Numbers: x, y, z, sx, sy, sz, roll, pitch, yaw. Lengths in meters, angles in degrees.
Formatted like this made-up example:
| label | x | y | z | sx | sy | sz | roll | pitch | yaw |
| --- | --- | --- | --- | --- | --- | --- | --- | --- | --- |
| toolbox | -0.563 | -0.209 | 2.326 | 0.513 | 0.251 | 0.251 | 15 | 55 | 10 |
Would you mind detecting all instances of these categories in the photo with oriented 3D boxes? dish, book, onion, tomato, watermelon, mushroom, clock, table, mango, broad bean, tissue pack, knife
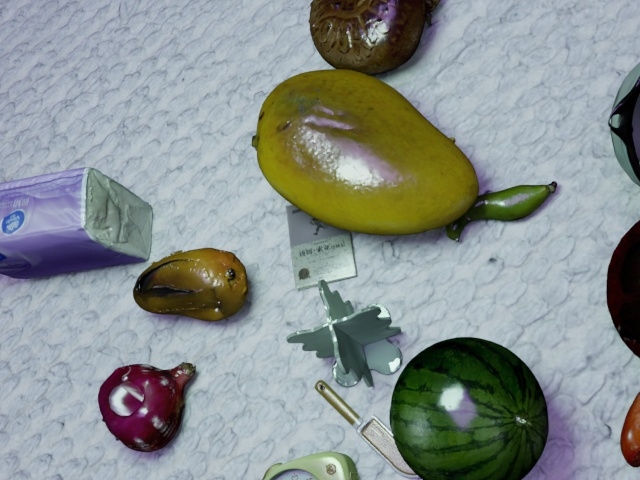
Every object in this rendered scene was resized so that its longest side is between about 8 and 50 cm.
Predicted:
| label | x | y | z | sx | sy | sz | roll | pitch | yaw |
| --- | --- | --- | --- | --- | --- | --- | --- | --- | --- |
| dish | 0.576 | -0.193 | 1.163 | 0.303 | 0.120 | 0.302 | -3 | 101 | -15 |
| book | 0.000 | 0.000 | 1.404 | 0.127 | 0.014 | 0.181 | -13 | 68 | 15 |
| onion | 0.534 | 0.078 | 1.031 | 0.273 | 0.285 | 0.272 | 7 | 100 | 45 |
| tomato | 0.505 | 0.262 | 1.059 | 0.159 | 0.139 | 0.091 | -33 | 52 | 4 |
| watermelon | 0.227 | 0.269 | 1.101 | 0.243 | 0.242 | 0.242 | -7 | 69 | 18 |
| onion | -0.329 | 0.295 | 1.355 | 0.198 | 0.135 | 0.173 | -46 | 66 | -2 |
| mushroom | 0.105 | -0.474 | 1.451 | 0.278 | 0.163 | 0.296 | -22 | 64 | 13 |
| clock | -0.043 | 0.464 | 1.227 | 0.232 | 0.069 | 0.170 | -15 | 68 | 16 |
| table | 0.045 | 0.162 | 1.226 | 0.167 | 0.198 | 0.166 | -6 | 70 | 18 |
| mango | -0.253 | 0.093 | 1.397 | 0.249 | 0.151 | 0.155 | -15 | 108 | 23 |
| broad bean | 0.324 | -0.061 | 1.286 | 0.214 | 0.048 | 0.070 | -23 | 70 | 14 |
| tissue pack | -0.553 | -0.026 | 1.493 | 0.339 | 0.242 | 0.160 | -8 | 71 | 19 |
| knife | 0.085 | 0.328 | 1.253 | 0.256 | 0.022 | 0.046 | 40 | 84 | 27 |
| mango | 0.082 | -0.157 | 1.322 | 0.445 | 0.220 | 0.301 | 24 | 68 | 17 |
